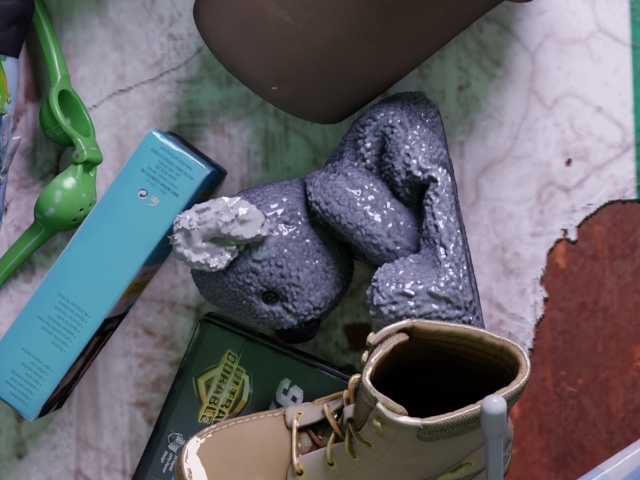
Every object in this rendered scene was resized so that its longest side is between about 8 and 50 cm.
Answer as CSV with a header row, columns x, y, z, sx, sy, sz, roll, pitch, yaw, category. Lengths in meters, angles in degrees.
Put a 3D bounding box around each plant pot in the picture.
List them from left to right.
x,y,z,sx,sy,sz,roll,pitch,yaw,category
0.026,-0.219,1.350,0.263,0.263,0.229,41,114,4,plant pot

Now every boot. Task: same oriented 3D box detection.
x,y,z,sx,sy,sz,roll,pitch,yaw,category
0.018,0.134,1.297,0.262,0.203,0.095,-3,65,-2,boot

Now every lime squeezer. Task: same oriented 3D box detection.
x,y,z,sx,sy,sz,roll,pitch,yaw,category
-0.226,-0.076,1.464,0.110,0.059,0.310,10,93,38,lime squeezer

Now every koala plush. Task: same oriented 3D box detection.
x,y,z,sx,sy,sz,roll,pitch,yaw,category
0.000,0.000,1.375,0.221,0.196,0.203,-11,78,7,koala plush

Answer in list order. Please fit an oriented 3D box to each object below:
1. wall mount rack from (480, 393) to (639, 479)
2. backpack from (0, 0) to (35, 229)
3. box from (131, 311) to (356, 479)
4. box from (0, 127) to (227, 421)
x,y,z,sx,sy,sz,roll,pitch,yaw,category
0.238,0.183,1.302,0.350,0.130,0.304,-30,106,-17,wall mount rack
-0.385,-0.028,1.394,0.290,0.273,0.355,7,107,1,backpack
-0.056,0.191,1.443,0.175,0.051,0.220,24,93,5,box
-0.173,0.026,1.427,0.060,0.100,0.244,36,95,4,box
